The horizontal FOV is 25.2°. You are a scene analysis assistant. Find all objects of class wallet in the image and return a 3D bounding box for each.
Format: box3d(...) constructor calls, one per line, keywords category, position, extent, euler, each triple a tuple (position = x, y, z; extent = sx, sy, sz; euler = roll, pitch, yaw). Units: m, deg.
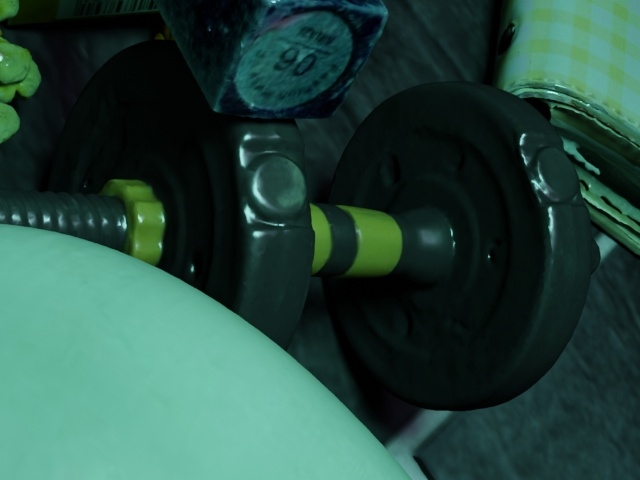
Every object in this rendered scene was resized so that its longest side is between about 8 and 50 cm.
box3d(category="wallet", position=(0.200, -0.141, 0.871), extent=(0.223, 0.077, 0.309), euler=(30, 51, -21))

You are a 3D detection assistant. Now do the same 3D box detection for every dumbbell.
box3d(category="dumbbell", position=(0.000, 0.000, 0.570), extent=(0.325, 0.143, 0.143), euler=(3, 67, -39))

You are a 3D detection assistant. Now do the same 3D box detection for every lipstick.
box3d(category="lipstick", position=(-0.067, -0.170, 0.545), extent=(0.051, 0.051, 0.312), euler=(-3, 48, -33))

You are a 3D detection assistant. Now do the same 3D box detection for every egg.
box3d(category="egg", position=(-0.045, 0.167, 0.384), extent=(0.230, 0.230, 0.371), euler=(-36, 98, -45))

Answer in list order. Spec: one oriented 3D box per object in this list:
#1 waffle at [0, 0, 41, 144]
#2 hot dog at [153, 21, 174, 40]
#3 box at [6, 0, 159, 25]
box3d(category="waffle", position=(-0.194, -0.083, 0.517), extent=(0.183, 0.036, 0.169), euler=(-40, 97, -39))
box3d(category="hot dog", position=(-0.060, -0.074, 0.637), extent=(0.034, 0.030, 0.090), euler=(5, 65, -37))
box3d(category="box", position=(-0.098, -0.192, 0.639), extent=(0.121, 0.030, 0.193), euler=(-8, 71, -21))
